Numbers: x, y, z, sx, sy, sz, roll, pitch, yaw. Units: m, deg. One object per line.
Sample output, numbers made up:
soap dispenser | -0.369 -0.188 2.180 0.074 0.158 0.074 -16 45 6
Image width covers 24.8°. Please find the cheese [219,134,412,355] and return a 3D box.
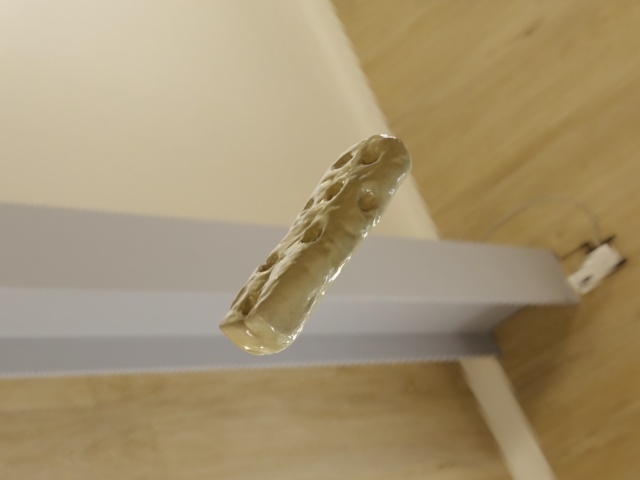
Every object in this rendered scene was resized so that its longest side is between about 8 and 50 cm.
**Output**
cheese | 0.000 0.000 0.979 0.043 0.065 0.194 46 -124 -14
